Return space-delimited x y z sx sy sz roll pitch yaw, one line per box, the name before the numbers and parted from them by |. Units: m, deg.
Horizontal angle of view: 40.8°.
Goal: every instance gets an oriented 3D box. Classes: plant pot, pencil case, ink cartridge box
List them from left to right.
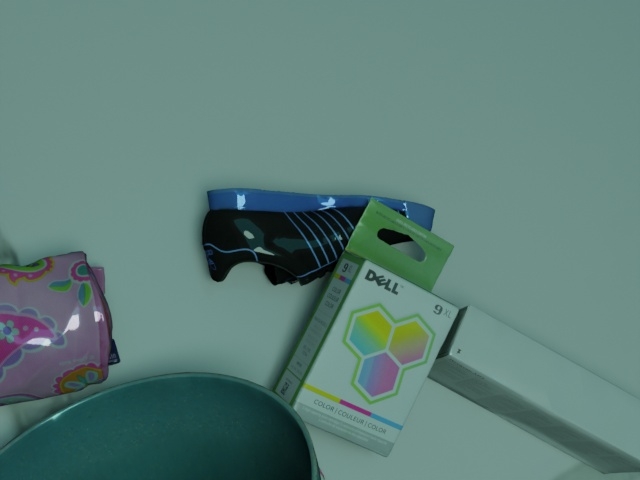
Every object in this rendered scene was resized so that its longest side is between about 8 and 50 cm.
pencil case | -0.313 0.082 0.706 0.284 0.124 0.124 -9 79 -18
plant pot | -0.121 0.268 0.648 0.290 0.290 0.195 -27 121 -20
ink cartridge box | 0.053 0.079 0.791 0.109 0.062 0.209 28 87 -22

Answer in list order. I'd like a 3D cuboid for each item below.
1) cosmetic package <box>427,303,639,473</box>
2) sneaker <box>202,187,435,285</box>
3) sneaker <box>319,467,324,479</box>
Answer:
cosmetic package | 0.217 0.149 0.842 0.239 0.099 0.060 29 71 -7
sneaker | 0.000 0.000 0.837 0.232 0.081 0.090 2 89 -15
sneaker | -0.008 0.283 0.764 0.074 0.063 0.170 -22 78 -20
